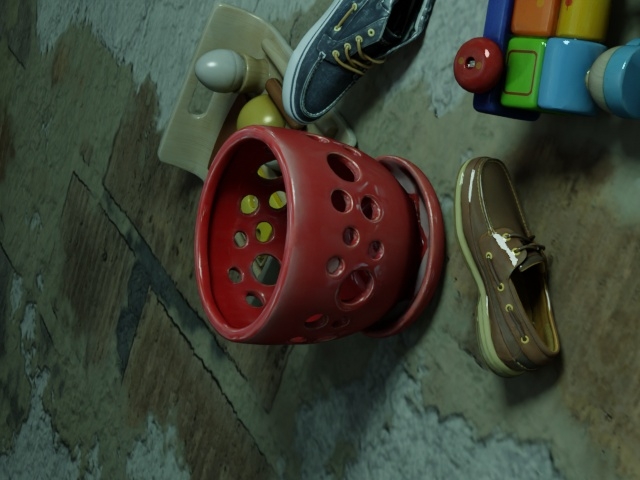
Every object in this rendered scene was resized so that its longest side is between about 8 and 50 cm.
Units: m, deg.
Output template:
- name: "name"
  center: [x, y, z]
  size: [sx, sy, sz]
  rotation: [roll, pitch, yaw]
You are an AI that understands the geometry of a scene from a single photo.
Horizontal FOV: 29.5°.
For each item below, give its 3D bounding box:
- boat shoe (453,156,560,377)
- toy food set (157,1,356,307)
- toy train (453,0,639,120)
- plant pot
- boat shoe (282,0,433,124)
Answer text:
- name: "boat shoe"
  center: [0.152, 0.016, 0.956]
  size: [0.060, 0.064, 0.178]
  rotation: [-22, 73, 49]
- name: "toy food set"
  center: [-0.087, -0.091, 1.316]
  size: [0.219, 0.092, 0.306]
  rotation: [-64, 37, 29]
- name: "toy train"
  center: [0.195, -0.209, 0.890]
  size: [0.143, 0.105, 0.248]
  rotation: [14, 97, 47]
- name: "plant pot"
  center: [0.000, 0.000, 1.088]
  size: [0.191, 0.174, 0.191]
  rotation: [-12, 76, 56]
- name: "boat shoe"
  center: [0.033, -0.181, 1.139]
  size: [0.183, 0.065, 0.083]
  rotation: [-59, 39, 9]
